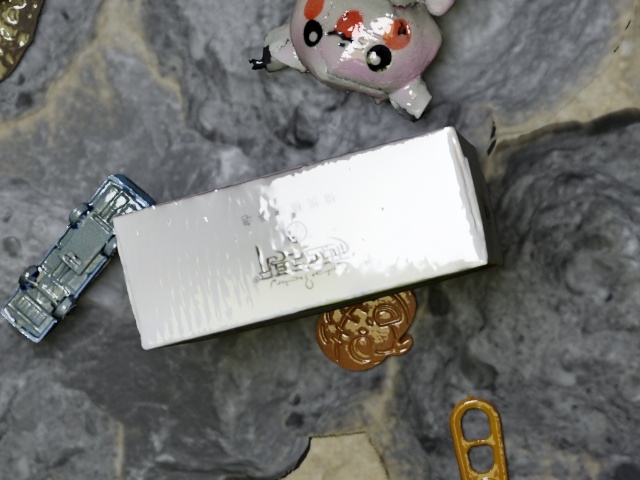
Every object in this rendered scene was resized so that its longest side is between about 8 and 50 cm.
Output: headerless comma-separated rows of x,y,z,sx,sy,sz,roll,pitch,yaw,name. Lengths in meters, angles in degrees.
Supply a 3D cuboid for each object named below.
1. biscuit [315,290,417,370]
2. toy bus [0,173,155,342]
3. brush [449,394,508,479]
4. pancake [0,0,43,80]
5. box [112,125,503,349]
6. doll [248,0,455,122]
0.041,0.069,1.176,0.078,0.015,0.091,33,102,2,biscuit
-0.200,0.014,1.178,0.051,0.061,0.153,40,101,2,toy bus
0.153,0.282,1.197,0.090,0.017,0.314,-10,97,7,brush
-0.322,-0.215,1.178,0.199,0.021,0.199,1,100,8,pancake
0.000,0.000,1.074,0.260,0.194,0.111,-17,86,11,box
0.043,-0.191,1.094,0.149,0.095,0.192,26,104,9,doll
